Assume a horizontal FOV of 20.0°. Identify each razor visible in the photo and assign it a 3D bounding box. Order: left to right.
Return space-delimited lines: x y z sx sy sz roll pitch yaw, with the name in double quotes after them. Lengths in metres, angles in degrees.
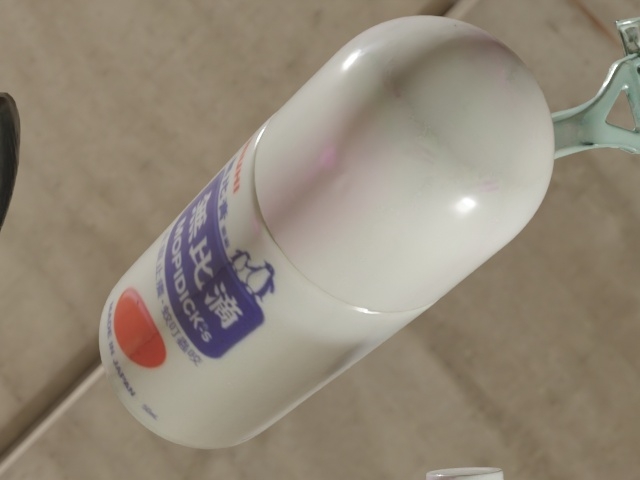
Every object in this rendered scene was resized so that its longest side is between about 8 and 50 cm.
0.109 -0.057 1.227 0.056 0.278 0.111 -107 -1 -78 "razor"

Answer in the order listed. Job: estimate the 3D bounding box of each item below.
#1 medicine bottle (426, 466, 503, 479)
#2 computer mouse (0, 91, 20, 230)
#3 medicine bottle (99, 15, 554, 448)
0.134 0.329 1.573 0.095 0.095 0.260 -1 -95 -74 "medicine bottle"
-0.188 0.020 0.638 0.073 0.217 0.122 56 149 10 "computer mouse"
0.000 0.000 0.966 0.130 0.341 0.130 13 -119 -24 "medicine bottle"
